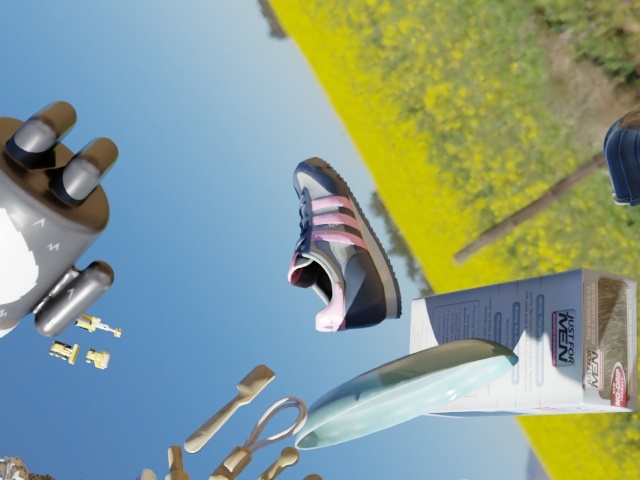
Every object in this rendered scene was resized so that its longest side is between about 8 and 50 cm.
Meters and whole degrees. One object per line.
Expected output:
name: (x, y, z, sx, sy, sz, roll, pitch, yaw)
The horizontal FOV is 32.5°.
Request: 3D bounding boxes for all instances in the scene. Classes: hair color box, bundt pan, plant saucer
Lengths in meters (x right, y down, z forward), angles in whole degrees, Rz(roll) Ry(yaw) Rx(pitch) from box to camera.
hair color box: (0.285, 0.160, 1.607, 0.114, 0.374, 0.185, 11, -105, -31)
bundt pan: (0.606, -0.182, 1.771, 0.331, 0.331, 0.124, -90, -25, -81)
plant saucer: (0.109, 0.200, 1.457, 0.317, 0.318, 0.043, 44, -157, -70)

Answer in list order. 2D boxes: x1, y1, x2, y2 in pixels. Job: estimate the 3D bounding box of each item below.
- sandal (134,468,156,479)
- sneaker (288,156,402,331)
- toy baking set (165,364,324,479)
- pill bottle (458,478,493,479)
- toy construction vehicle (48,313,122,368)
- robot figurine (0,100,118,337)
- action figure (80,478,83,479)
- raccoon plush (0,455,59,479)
sandal: (-0.342, 0.540, 1.717, 0.102, 0.416, 0.169, 13, -156, -12)
sneaker: (0.000, 0.000, 1.582, 0.112, 0.131, 0.319, 88, 160, -45)
toy baking set: (-0.095, 0.276, 1.306, 0.030, 0.197, 0.256, 63, -174, -48)
pill bottle: (0.187, 0.388, 1.554, 0.087, 0.160, 0.087, 21, -124, -35)
toy construction vehicle: (-0.388, 0.166, 1.817, 0.098, 0.086, 0.035, 25, 162, -16)
robot figurine: (-0.334, -0.015, 1.145, 0.209, 0.278, 0.173, 54, -162, 27)
action figure: (-0.351, 0.353, 1.416, 0.038, 0.115, 0.030, 50, 161, 39)
raccoon plush: (-0.446, 0.540, 2.033, 0.446, 0.299, 0.216, 115, 160, -68)
